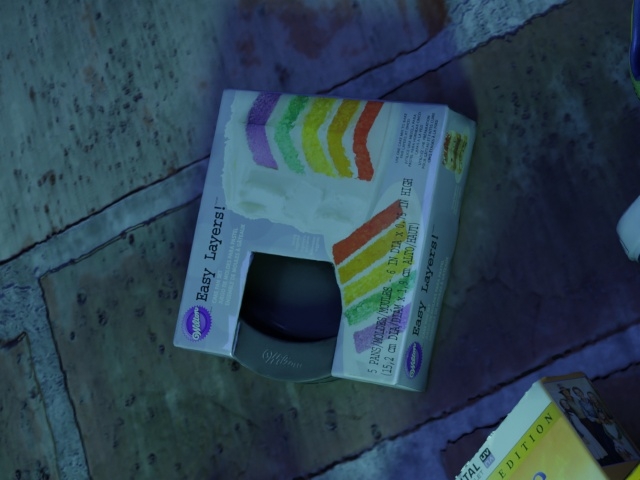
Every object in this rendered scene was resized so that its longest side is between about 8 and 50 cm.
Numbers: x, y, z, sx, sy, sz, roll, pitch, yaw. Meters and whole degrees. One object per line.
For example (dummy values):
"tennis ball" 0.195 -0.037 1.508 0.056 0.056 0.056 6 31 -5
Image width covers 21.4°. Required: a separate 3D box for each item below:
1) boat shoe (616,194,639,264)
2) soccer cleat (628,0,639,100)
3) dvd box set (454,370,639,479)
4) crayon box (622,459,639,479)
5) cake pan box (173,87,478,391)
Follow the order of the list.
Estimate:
"boat shoe" 0.386 -0.079 1.339 0.119 0.121 0.335 49 115 20
"soccer cleat" 0.312 -0.242 1.398 0.093 0.121 0.289 5 81 30
"dvd box set" 0.214 0.355 1.272 0.420 0.062 0.307 58 131 30
"crayon box" 0.404 0.186 1.051 0.363 0.106 0.313 49 116 29
"cake pan box" 0.000 0.000 1.550 0.245 0.070 0.267 9 84 32
